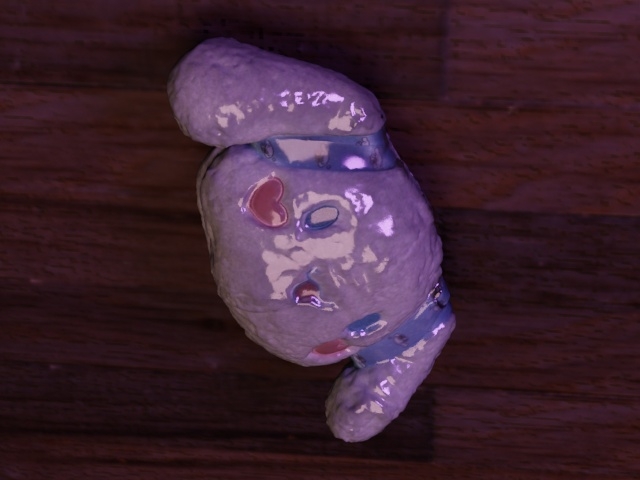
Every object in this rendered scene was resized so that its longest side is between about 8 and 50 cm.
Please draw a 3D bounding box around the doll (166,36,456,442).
[{"bbox_3d":[0.000,0.000,0.652,0.104,0.071,0.214,-17,121,7],"label":"doll"}]
